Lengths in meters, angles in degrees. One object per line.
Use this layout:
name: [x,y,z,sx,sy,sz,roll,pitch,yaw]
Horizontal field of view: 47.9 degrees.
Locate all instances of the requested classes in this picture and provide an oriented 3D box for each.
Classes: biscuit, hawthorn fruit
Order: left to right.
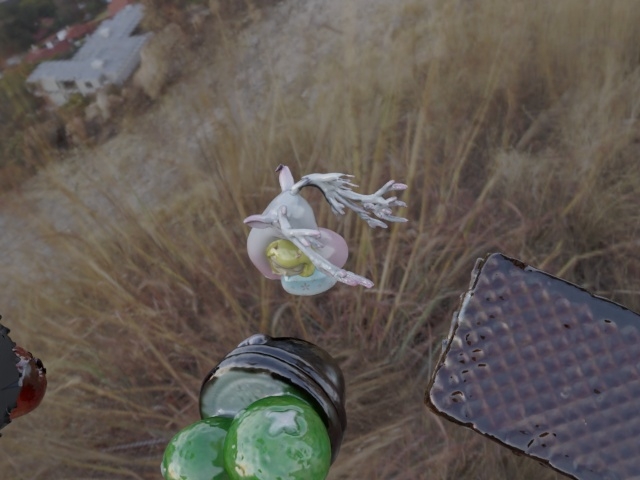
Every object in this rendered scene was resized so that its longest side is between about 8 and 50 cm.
hawthorn fruit: [-0.623,0.287,1.405,0.172,0.148,0.148,-32,44,-18]
biscuit: [0.191,0.106,0.431,0.252,0.070,0.106,25,81,12]

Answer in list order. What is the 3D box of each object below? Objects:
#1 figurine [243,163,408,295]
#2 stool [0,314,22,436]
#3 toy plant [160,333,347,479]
figurine: [0.002,-0.013,1.306,0.284,0.315,0.206,22,73,13]
stool: [-0.611,0.230,0.946,0.330,0.297,0.297,-38,33,30]
toy plant: [-0.061,0.211,0.807,0.218,0.175,0.235,-23,13,31]
